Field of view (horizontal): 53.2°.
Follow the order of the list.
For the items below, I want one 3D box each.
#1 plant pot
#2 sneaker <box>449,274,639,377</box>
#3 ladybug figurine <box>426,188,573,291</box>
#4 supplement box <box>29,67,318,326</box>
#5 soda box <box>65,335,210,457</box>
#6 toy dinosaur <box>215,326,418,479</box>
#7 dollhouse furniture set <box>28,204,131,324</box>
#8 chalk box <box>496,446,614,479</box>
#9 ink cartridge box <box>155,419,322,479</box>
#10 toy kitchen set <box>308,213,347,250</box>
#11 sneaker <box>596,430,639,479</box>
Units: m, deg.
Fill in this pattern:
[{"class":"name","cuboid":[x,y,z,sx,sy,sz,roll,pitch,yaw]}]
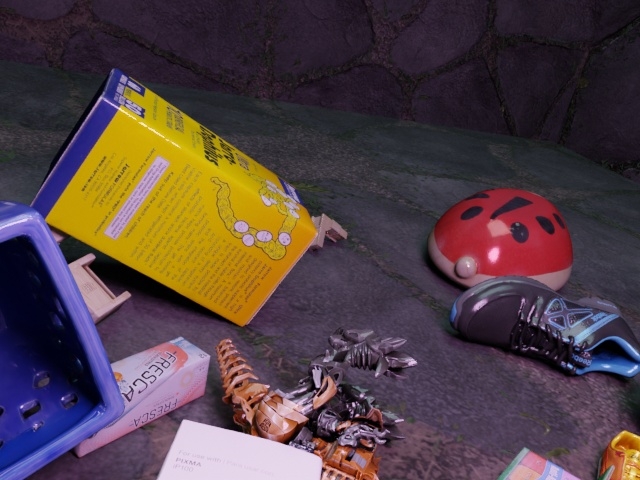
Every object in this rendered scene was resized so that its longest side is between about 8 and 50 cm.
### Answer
[{"class":"plant pot","cuboid":[-0.356,0.091,0.593,0.236,0.236,0.212,-30,35,-28]},{"class":"sneaker","cuboid":[0.389,0.149,1.079,0.340,0.125,0.140,7,29,-11]},{"class":"ladybug figurine","cuboid":[0.405,-0.008,1.398,0.305,0.162,0.449,25,25,24]},{"class":"supplement box","cuboid":[-0.212,-0.063,0.967,0.356,0.195,0.194,33,15,-25]},{"class":"soda box","cuboid":[-0.216,0.176,0.746,0.058,0.063,0.183,25,26,30]},{"class":"toy dinosaur","cuboid":[-0.007,0.201,0.720,0.218,0.164,0.322,-27,66,-35]},{"class":"dollhouse furniture set","cuboid":[-0.389,0.070,0.864,0.184,0.129,0.129,46,27,0]},{"class":"chalk box","cuboid":[0.190,0.280,0.541,0.132,0.213,0.132,25,24,33]},{"class":"ink cartridge box","cuboid":[-0.085,0.284,0.387,0.117,0.207,0.283,15,23,-1]},{"class":"toy kitchen set","cuboid":[0.000,0.000,1.328,0.068,0.075,0.083,-14,-37,38]},{"class":"sneaker","cuboid":[0.379,0.300,0.799,0.064,0.067,0.175,21,25,12]}]
